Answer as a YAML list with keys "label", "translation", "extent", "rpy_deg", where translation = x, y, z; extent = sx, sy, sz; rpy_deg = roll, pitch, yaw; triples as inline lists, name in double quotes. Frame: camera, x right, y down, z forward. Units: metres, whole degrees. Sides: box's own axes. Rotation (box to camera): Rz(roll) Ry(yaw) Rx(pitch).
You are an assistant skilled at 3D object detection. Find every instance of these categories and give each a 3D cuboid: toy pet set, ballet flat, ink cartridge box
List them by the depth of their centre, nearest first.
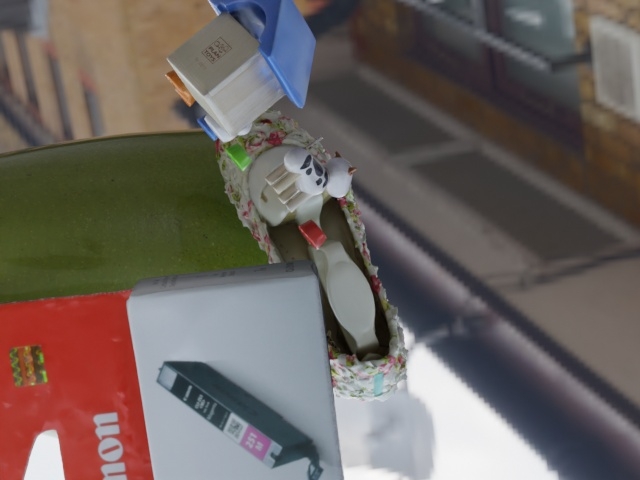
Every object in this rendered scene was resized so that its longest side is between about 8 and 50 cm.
- label: "toy pet set"
  translation: [-0.027, -0.076, 0.918]
  extent: [0.065, 0.114, 0.122]
  rpy_deg: [-40, -129, -5]
- label: "ink cartridge box"
  translation: [-0.103, 0.163, 1.236]
  extent: [0.239, 0.275, 0.060]
  rpy_deg: [-7, -171, 0]
- label: "ballet flat"
  translation: [0.000, 0.000, 1.296]
  extent: [0.091, 0.241, 0.077]
  rpy_deg: [-26, 169, -12]

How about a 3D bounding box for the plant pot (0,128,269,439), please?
- label: "plant pot"
  translation: [-0.198, 0.038, 1.387]
  extent: [0.294, 0.274, 0.275]
  rpy_deg: [4, -170, -40]
